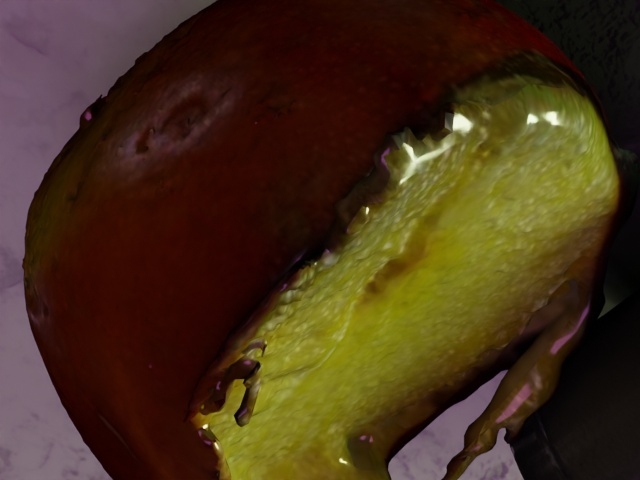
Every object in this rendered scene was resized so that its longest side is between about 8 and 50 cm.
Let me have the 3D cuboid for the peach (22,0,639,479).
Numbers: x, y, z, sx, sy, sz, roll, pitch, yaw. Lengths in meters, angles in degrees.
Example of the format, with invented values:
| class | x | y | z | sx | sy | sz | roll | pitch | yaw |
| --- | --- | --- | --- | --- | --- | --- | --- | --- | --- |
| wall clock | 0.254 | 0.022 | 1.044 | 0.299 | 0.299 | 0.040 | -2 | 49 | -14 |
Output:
| class | x | y | z | sx | sy | sz | roll | pitch | yaw |
| --- | --- | --- | --- | --- | --- | --- | --- | --- | --- |
| peach | 0.000 | 0.000 | 1.104 | 0.416 | 0.339 | 0.353 | -16 | 84 | 41 |

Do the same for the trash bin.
| class | x | y | z | sx | sy | sz | roll | pitch | yaw |
| --- | --- | --- | --- | --- | --- | --- | --- | --- | --- |
| trash bin | 0.304 | 0.094 | 1.183 | 0.301 | 0.252 | 0.203 | -41 | 71 | 25 |
